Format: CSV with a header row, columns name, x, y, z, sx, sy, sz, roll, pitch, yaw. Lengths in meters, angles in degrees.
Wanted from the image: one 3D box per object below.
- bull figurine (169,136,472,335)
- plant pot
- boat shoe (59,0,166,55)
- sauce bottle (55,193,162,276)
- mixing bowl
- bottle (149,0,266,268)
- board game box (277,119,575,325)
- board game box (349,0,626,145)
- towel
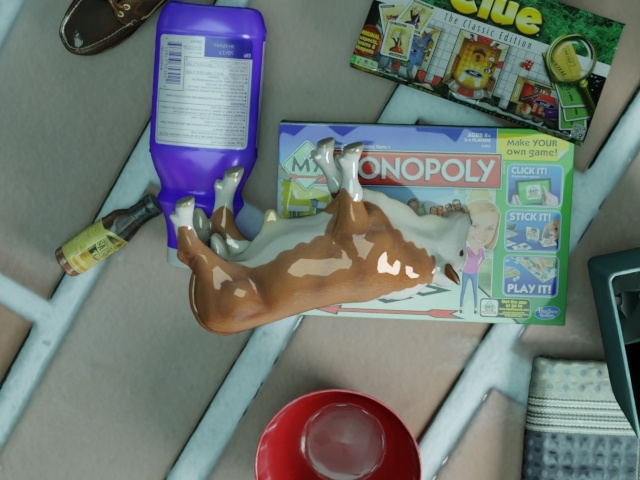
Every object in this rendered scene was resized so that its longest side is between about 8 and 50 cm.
name,x,y,z,sx,sy,sz,roll,pitch,yaw
bull figurine,0.000,0.000,1.280,0.310,0.101,0.188,-19,109,4
plant pot,0.356,0.075,1.253,0.165,0.234,0.165,-12,99,1
boat shoe,-0.201,-0.272,1.334,0.207,0.073,0.073,-38,95,11
sauce bottle,-0.236,-0.008,1.393,0.128,0.042,0.042,-34,95,11
mixing bowl,0.024,0.239,1.380,0.181,0.098,0.181,1,100,6
bottle,-0.124,-0.112,1.341,0.118,0.092,0.282,4,100,2
board game box,0.111,-0.021,1.359,0.317,0.046,0.213,2,100,5
board game box,0.174,-0.205,1.311,0.260,0.030,0.136,19,84,6
towel,0.386,0.283,1.388,0.324,0.056,0.312,3,96,7
